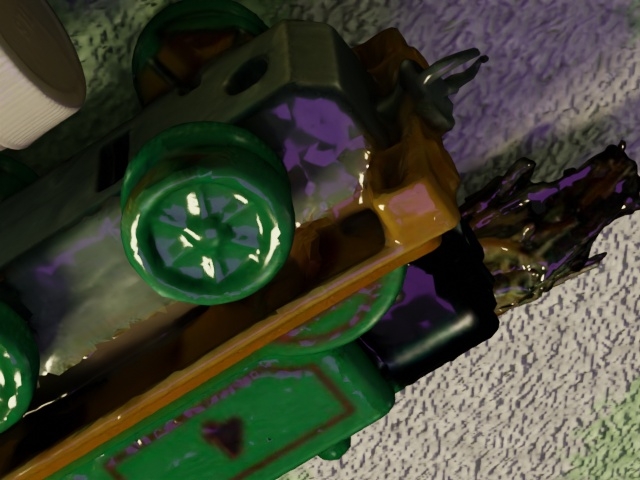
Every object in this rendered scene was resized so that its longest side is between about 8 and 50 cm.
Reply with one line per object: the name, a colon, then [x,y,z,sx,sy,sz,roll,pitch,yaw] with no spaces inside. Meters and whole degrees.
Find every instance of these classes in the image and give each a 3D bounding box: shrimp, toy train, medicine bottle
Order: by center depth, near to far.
medicine bottle: [-0.211,-0.064,0.952,0.168,0.105,0.105,-32,133,15]
toy train: [-0.073,0.049,0.999,0.429,0.178,0.249,-31,118,14]
shrimp: [0.000,0.000,1.107,0.365,0.071,0.233,-22,130,12]
